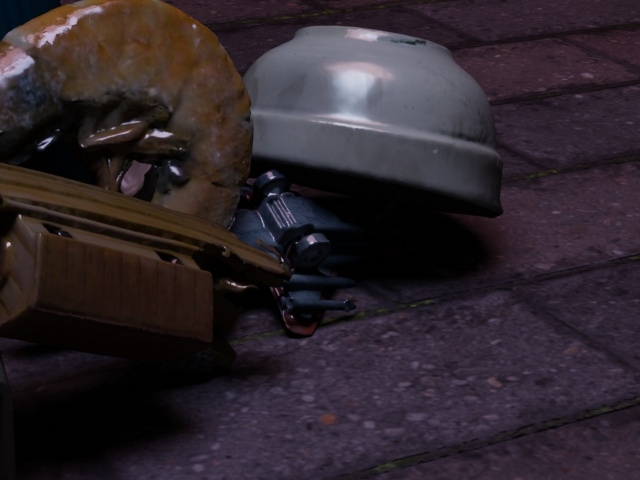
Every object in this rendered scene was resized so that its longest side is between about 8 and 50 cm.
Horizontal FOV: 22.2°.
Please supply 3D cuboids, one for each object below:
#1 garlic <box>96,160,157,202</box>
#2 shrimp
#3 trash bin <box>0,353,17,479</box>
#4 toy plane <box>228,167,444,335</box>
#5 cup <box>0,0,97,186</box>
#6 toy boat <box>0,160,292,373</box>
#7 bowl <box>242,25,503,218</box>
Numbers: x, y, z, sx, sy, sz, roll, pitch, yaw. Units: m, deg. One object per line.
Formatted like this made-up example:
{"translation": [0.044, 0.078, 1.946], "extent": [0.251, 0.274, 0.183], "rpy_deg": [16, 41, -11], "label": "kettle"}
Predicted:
{"translation": [-0.195, -0.098, 1.750], "extent": [0.229, 0.178, 0.142], "rpy_deg": [17, -1, 43], "label": "garlic"}
{"translation": [-0.254, -0.046, 1.433], "extent": [0.445, 0.272, 0.085], "rpy_deg": [-27, 7, -22], "label": "shrimp"}
{"translation": [-0.327, 0.115, 1.265], "extent": [0.164, 0.122, 0.240], "rpy_deg": [-3, 21, -14], "label": "trash bin"}
{"translation": [0.002, -0.005, 1.601], "extent": [0.326, 0.104, 0.223], "rpy_deg": [-9, 51, -32], "label": "toy plane"}
{"translation": [-0.336, -0.148, 1.593], "extent": [0.242, 0.292, 0.308], "rpy_deg": [-8, 5, 34], "label": "cup"}
{"translation": [-0.208, 0.027, 1.278], "extent": [0.445, 0.136, 0.162], "rpy_deg": [17, 23, -44], "label": "toy boat"}
{"translation": [0.046, -0.126, 1.686], "extent": [0.307, 0.163, 0.307], "rpy_deg": [8, -1, 0], "label": "bowl"}
